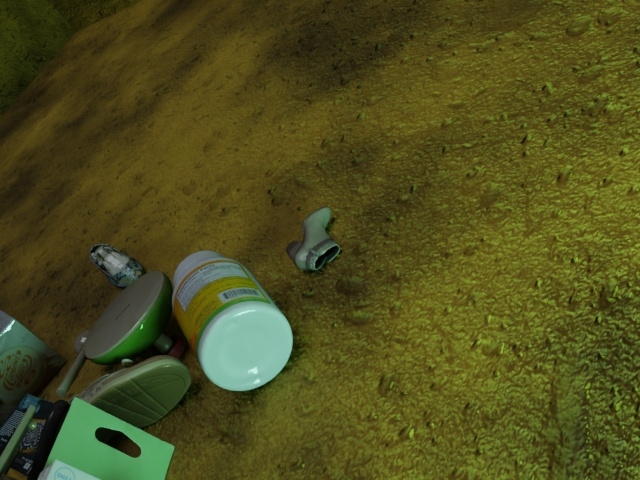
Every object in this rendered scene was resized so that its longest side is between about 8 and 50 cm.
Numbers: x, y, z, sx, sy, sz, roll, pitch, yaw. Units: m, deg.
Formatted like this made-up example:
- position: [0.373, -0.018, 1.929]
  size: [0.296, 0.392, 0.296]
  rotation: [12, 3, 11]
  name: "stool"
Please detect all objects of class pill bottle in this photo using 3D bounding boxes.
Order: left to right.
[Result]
- position: [-0.145, 0.107, 1.209]
  size: [0.136, 0.136, 0.245]
  rotation: [-42, 32, -3]
  name: "pill bottle"

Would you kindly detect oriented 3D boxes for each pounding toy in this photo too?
- position: [-0.308, 0.169, 1.338]
  size: [0.237, 0.110, 0.183]
  rotation: [-39, 24, 13]
  name: "pounding toy"

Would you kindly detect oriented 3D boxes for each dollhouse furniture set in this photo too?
- position: [-0.364, 0.336, 1.095]
  size: [0.144, 0.151, 0.123]
  rotation: [-56, 12, 44]
  name: "dollhouse furniture set"

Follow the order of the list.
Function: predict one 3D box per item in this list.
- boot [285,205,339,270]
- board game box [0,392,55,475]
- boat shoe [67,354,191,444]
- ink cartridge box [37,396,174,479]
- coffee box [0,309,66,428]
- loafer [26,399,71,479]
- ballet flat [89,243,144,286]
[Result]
- position: [0.000, 0.000, 1.289]
  size: [0.118, 0.042, 0.087]
  rotation: [-50, 40, -14]
  name: "boot"
- position: [-0.501, 0.336, 1.393]
  size: [0.186, 0.026, 0.126]
  rotation: [2, 50, 47]
  name: "board game box"
- position: [-0.324, 0.246, 1.251]
  size: [0.285, 0.104, 0.089]
  rotation: [-31, 36, 15]
  name: "boat shoe"
- position: [-0.280, 0.328, 1.043]
  size: [0.056, 0.171, 0.235]
  rotation: [-39, 26, 40]
  name: "ink cartridge box"
- position: [-0.615, 0.271, 1.483]
  size: [0.098, 0.141, 0.246]
  rotation: [11, 57, 50]
  name: "coffee box"
- position: [-0.385, 0.347, 1.175]
  size: [0.080, 0.078, 0.220]
  rotation: [-122, 49, -79]
  name: "loafer"
- position: [-0.422, 0.046, 1.632]
  size: [0.070, 0.070, 0.188]
  rotation: [-51, 34, -17]
  name: "ballet flat"
